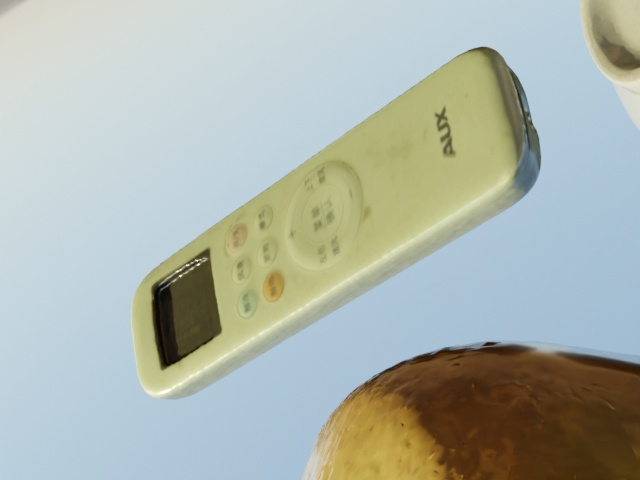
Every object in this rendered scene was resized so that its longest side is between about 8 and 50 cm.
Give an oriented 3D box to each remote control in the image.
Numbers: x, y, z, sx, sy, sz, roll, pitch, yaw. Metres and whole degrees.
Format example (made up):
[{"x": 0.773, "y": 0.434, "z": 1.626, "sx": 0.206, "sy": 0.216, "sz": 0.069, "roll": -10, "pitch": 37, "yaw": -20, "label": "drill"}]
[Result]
[{"x": -0.001, "y": -0.001, "z": 0.928, "sx": 0.038, "sy": 0.090, "sz": 0.309, "roll": 16, "pitch": 143, "yaw": -43, "label": "remote control"}]

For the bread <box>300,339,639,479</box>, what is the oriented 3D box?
[{"x": 0.167, "y": 0.180, "z": 0.601, "sx": 0.376, "sy": 0.253, "sz": 0.348, "roll": 12, "pitch": -160, "yaw": -11, "label": "bread"}]

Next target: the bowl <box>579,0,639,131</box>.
[{"x": 0.280, "y": -0.174, "z": 1.137, "sx": 0.157, "sy": 0.346, "sz": 0.345, "roll": 1, "pitch": -178, "yaw": -21, "label": "bowl"}]
